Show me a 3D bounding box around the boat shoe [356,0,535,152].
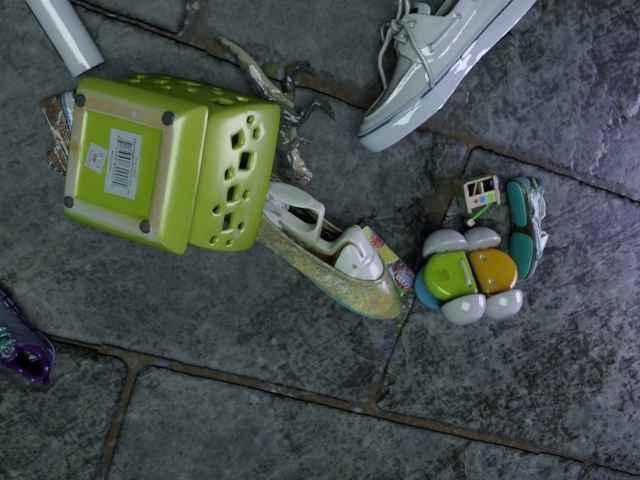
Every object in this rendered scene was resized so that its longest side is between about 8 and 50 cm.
[{"bbox_3d":[0.159,-0.307,1.022,0.367,0.136,0.156,-46,109,3],"label":"boat shoe"}]

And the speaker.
[{"bbox_3d":[-0.367,-0.304,0.973,0.055,0.055,0.136,-29,110,0],"label":"speaker"}]

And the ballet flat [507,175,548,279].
[{"bbox_3d":[0.368,-0.023,1.185,0.070,0.070,0.188,-10,112,-7],"label":"ballet flat"}]

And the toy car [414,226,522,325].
[{"bbox_3d":[0.239,0.069,1.152,0.182,0.136,0.159,-4,67,-29],"label":"toy car"}]

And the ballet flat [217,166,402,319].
[{"bbox_3d":[0.000,0.000,1.062,0.349,0.123,0.123,34,99,-2],"label":"ballet flat"}]

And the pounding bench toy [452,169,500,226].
[{"bbox_3d":[0.271,-0.071,1.156,0.065,0.052,0.083,-16,109,-5],"label":"pounding bench toy"}]

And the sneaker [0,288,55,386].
[{"bbox_3d":[-0.497,0.136,1.048,0.083,0.098,0.223,-47,117,-8],"label":"sneaker"}]

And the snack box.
[{"bbox_3d":[0.087,0.051,1.169,0.100,0.037,0.141,-44,108,6],"label":"snack box"}]

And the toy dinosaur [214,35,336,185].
[{"bbox_3d":[-0.051,-0.213,1.055,0.118,0.064,0.268,-25,106,5],"label":"toy dinosaur"}]

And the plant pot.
[{"bbox_3d":[-0.213,-0.107,0.936,0.227,0.207,0.228,17,104,20],"label":"plant pot"}]

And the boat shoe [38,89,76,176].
[{"bbox_3d":[-0.375,-0.129,1.025,0.066,0.066,0.183,-11,99,-1],"label":"boat shoe"}]
